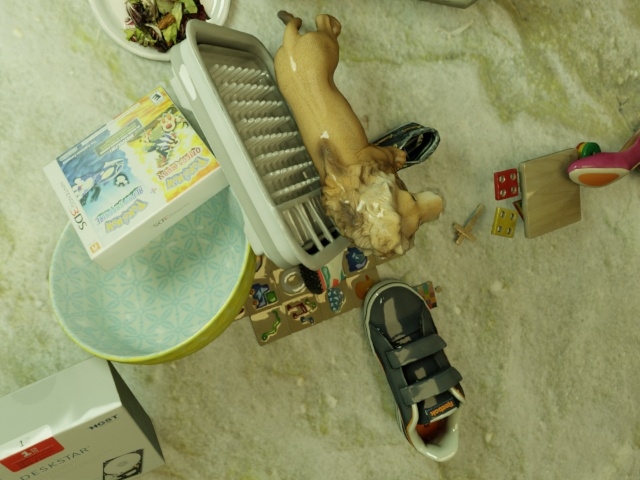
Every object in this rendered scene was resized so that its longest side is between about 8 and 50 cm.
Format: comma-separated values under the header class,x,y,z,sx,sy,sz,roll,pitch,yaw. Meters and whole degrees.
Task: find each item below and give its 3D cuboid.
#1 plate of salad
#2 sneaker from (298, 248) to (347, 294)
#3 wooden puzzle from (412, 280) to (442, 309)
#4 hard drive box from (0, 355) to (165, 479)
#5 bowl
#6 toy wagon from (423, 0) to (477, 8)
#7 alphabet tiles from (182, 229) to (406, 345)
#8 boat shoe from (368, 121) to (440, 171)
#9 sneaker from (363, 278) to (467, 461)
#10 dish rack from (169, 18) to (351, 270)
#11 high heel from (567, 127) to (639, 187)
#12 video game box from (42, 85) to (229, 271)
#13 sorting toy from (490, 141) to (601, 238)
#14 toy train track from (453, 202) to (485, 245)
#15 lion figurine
class,x,y,z,sx,sy,sz,roll,pitch,yaw
plate of salad,-0.219,-0.351,0.935,0.200,0.048,0.200,-4,103,-18
sneaker,0.000,0.000,1.075,0.075,0.057,0.161,-21,103,-37
wooden puzzle,0.175,0.101,1.182,0.083,0.006,0.049,-18,107,-13
hard drive box,-0.340,0.277,0.945,0.181,0.089,0.232,-24,145,-12
bowl,-0.208,0.049,0.946,0.289,0.289,0.156,-40,150,-6
toy wagon,0.188,-0.516,0.974,0.267,0.068,0.344,11,90,-1
alphabet tiles,-0.033,0.003,1.092,0.342,0.011,0.285,-20,107,-13
boat shoe,0.097,-0.126,1.055,0.183,0.083,0.065,-36,110,-8
sneaker,0.169,0.221,1.139,0.126,0.127,0.321,-23,108,-11
dish rack,-0.075,-0.119,0.906,0.072,0.285,0.333,-25,93,20
high heel,0.519,-0.160,1.190,0.244,0.082,0.117,-5,74,-20
video game box,-0.250,-0.088,0.911,0.205,0.187,0.048,-37,152,-4
sorting toy,0.381,-0.082,1.178,0.274,0.046,0.132,-18,107,-28
toy train track,0.258,-0.028,1.179,0.048,0.014,0.083,36,83,-14
lion figurine,0.017,-0.158,0.914,0.142,0.240,0.392,-34,90,19
